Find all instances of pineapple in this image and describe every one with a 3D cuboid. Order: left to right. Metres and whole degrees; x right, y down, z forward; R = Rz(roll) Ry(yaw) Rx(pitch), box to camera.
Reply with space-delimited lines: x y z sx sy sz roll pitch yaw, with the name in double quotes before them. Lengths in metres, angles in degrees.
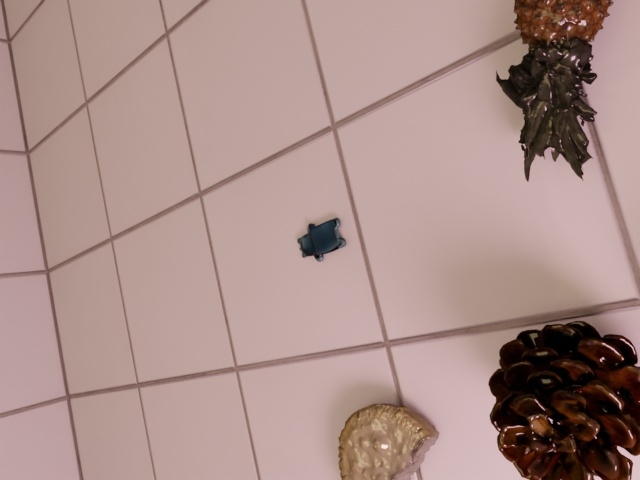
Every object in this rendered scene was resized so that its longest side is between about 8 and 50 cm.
"pineapple" 0.368 -0.275 0.859 0.166 0.166 0.364 10 101 38

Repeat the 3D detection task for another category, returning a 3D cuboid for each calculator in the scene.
"calculator" 0.000 0.000 1.253 0.141 0.019 0.094 -22 78 39

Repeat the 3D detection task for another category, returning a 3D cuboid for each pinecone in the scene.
"pinecone" 0.376 0.252 0.806 0.244 0.309 0.244 17 124 26

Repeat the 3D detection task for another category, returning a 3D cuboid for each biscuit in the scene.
"biscuit" 0.115 0.455 1.144 0.179 0.084 0.281 38 115 31
